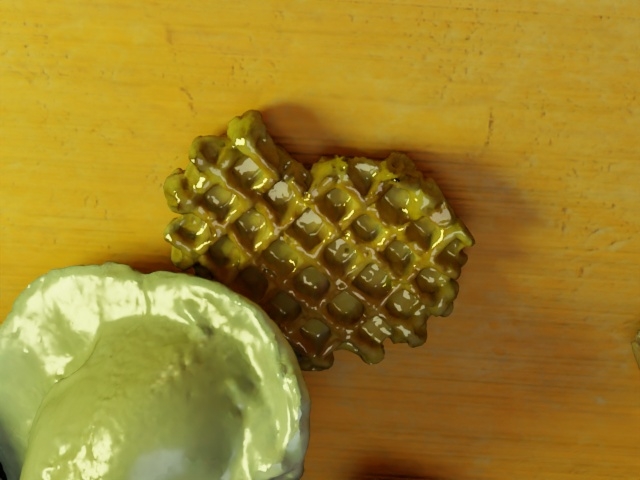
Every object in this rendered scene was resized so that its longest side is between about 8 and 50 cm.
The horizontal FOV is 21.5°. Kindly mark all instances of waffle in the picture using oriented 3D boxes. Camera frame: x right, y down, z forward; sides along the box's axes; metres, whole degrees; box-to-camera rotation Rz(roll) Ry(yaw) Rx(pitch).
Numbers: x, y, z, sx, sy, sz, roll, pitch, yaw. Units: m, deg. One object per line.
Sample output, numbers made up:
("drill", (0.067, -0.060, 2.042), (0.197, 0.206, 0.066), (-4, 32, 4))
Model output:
("waffle", (0.000, 0.000, 1.404), (0.253, 0.056, 0.249), (-10, 120, 11))

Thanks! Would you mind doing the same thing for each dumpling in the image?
("dumpling", (-0.148, 0.170, 1.409), (0.320, 0.212, 0.270), (-24, 121, 7))

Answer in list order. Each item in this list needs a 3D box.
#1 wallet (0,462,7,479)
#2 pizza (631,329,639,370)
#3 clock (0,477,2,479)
("wallet", (-0.318, 0.222, 1.565), (0.285, 0.030, 0.146), (13, 117, -6))
("pizza", (0.380, 0.101, 1.446), (0.195, 0.052, 0.185), (-38, 114, 21))
("clock", (-0.387, 0.240, 1.507), (0.195, 0.100, 0.194), (-11, 122, 13))
